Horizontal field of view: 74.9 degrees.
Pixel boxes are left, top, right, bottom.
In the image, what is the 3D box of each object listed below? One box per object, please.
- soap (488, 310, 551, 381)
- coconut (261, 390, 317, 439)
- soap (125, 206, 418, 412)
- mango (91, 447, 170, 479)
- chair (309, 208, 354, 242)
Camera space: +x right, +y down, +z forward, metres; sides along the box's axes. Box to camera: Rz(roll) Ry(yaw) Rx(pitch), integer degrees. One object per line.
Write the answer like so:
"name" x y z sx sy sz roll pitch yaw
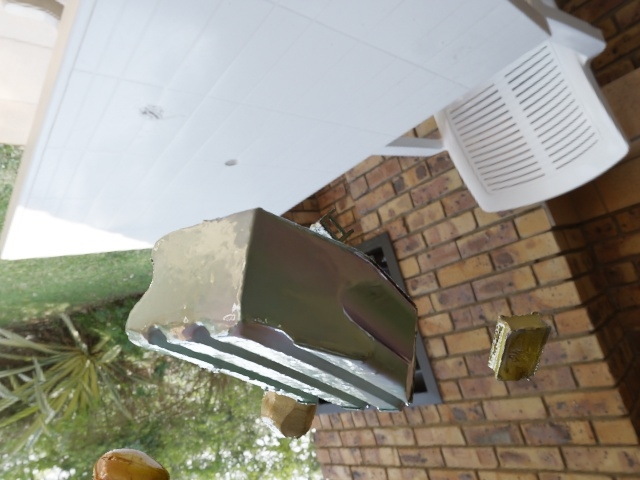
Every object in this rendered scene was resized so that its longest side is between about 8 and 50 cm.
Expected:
"soap" 0.617 0.336 1.308 0.135 0.233 0.076 -5 -150 -3
"coconut" -0.115 0.566 1.428 0.194 0.194 0.194 -16 169 -3
"soap" -0.007 0.136 0.615 0.261 0.156 0.446 -13 144 30
"mango" -0.210 0.262 0.466 0.089 0.046 0.060 3 -167 10
"chair" 0.000 0.000 1.736 0.136 0.147 0.270 -39 -178 46
